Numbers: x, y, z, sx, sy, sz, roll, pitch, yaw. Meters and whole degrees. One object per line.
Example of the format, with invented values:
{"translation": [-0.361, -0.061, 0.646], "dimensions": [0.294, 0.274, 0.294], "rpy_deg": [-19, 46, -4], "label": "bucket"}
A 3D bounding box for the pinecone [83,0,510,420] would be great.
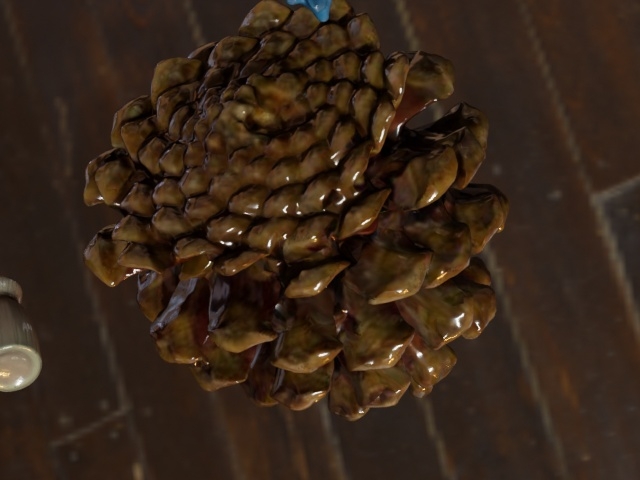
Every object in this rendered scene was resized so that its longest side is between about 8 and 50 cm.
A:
{"translation": [0.000, 0.000, 1.721], "dimensions": [0.384, 0.384, 0.384], "rpy_deg": [1, 92, 38], "label": "pinecone"}

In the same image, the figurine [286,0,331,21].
{"translation": [-0.038, -0.341, 1.659], "dimensions": [0.243, 0.416, 0.298], "rpy_deg": [-26, 102, 17], "label": "figurine"}

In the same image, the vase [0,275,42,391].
{"translation": [-0.267, 0.076, 1.653], "dimensions": [0.053, 0.053, 0.101], "rpy_deg": [-54, 33, 25], "label": "vase"}
